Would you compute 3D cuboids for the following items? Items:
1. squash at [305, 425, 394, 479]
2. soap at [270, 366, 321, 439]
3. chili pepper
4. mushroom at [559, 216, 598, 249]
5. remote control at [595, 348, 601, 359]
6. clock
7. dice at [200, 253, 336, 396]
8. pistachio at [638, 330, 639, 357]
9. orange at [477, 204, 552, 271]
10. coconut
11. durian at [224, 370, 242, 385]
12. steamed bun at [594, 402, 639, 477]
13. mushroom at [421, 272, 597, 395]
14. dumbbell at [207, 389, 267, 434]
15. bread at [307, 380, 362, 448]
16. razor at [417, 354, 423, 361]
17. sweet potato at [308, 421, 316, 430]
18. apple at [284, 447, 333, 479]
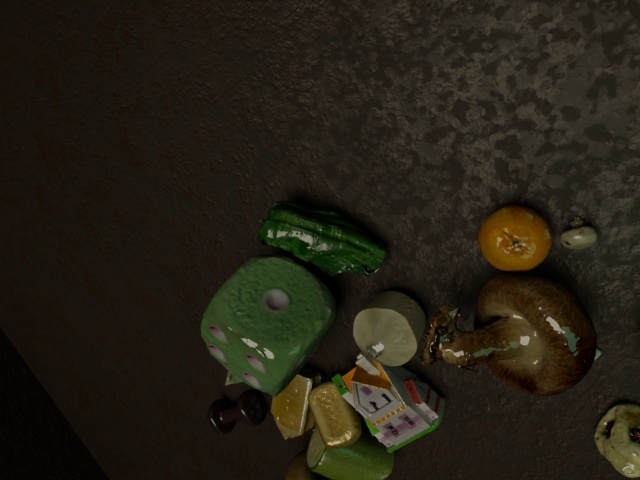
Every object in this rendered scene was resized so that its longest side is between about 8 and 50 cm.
[{"bbox_3d":[0.100,0.754,1.805,0.261,0.189,0.189,23,123,-13],"label":"squash"},{"bbox_3d":[-0.094,0.580,1.842,0.160,0.080,0.257,15,101,34],"label":"soap"},{"bbox_3d":[0.003,-0.008,1.551,0.385,0.213,0.167,21,75,-3],"label":"chili pepper"},{"bbox_3d":[0.639,-0.020,1.278,0.085,0.085,0.079,-14,69,31],"label":"mushroom"},{"bbox_3d":[0.695,0.282,1.397,0.124,0.018,0.053,38,121,9],"label":"remote control"},{"bbox_3d":[0.206,0.486,1.650,0.309,0.166,0.235,43,123,-4],"label":"clock"},{"bbox_3d":[-0.161,0.261,1.612,0.322,0.318,0.330,34,145,12],"label":"dice"},{"bbox_3d":[0.859,0.197,1.192,0.188,0.187,0.299,24,113,17],"label":"pistachio"},{"bbox_3d":[0.493,-0.003,1.309,0.178,0.155,0.177,20,125,32],"label":"orange"},{"bbox_3d":[0.201,0.265,1.524,0.202,0.222,0.202,13,121,23],"label":"coconut"},{"bbox_3d":[-0.262,0.440,1.885,0.144,0.139,0.252,45,123,-1],"label":"durian"},{"bbox_3d":[0.818,0.543,1.359,0.141,0.155,0.172,23,120,16],"label":"steamed bun"},{"bbox_3d":[0.493,0.238,1.299,0.334,0.357,0.330,37,119,42],"label":"mushroom"},{"bbox_3d":[-0.329,0.676,2.023,0.226,0.124,0.140,-25,97,32],"label":"dumbbell"},{"bbox_3d":[0.050,0.582,1.721,0.147,0.098,0.217,-23,61,4],"label":"bread"},{"bbox_3d":[0.397,0.361,1.577,0.190,0.033,0.066,-3,153,25],"label":"razor"},{"bbox_3d":[0.027,0.589,1.843,0.059,0.067,0.281,26,122,-28],"label":"sweet potato"},{"bbox_3d":[-0.014,0.895,1.876,0.257,0.257,0.233,30,135,13],"label":"apple"}]
